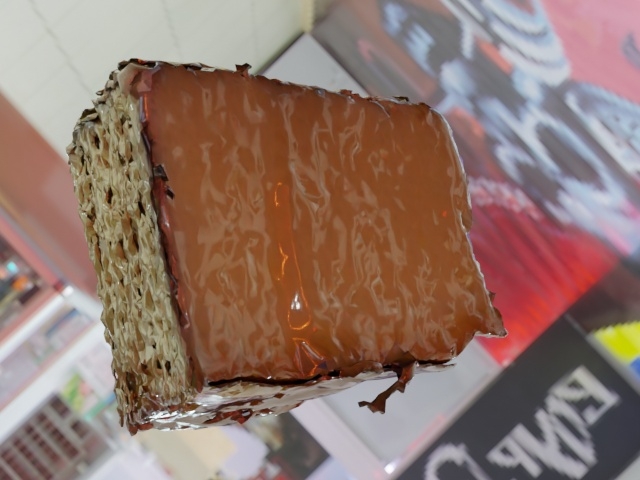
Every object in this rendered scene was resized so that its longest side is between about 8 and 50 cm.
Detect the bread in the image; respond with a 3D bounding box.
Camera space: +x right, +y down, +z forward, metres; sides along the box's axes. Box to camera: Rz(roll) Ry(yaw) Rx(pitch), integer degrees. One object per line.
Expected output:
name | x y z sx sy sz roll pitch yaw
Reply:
bread | 0.000 0.000 0.936 0.315 0.248 0.279 -13 174 -12
